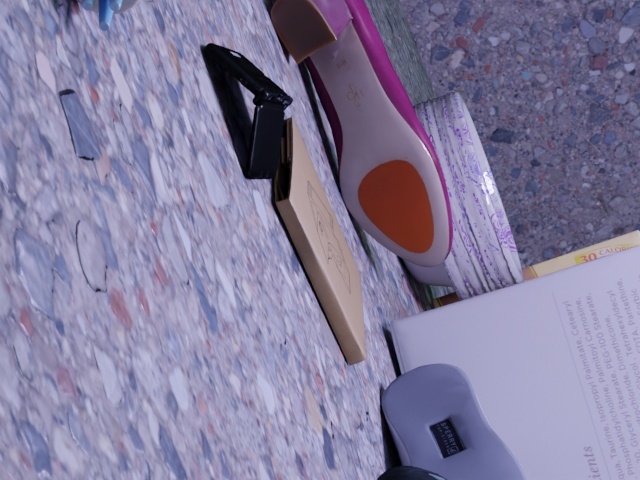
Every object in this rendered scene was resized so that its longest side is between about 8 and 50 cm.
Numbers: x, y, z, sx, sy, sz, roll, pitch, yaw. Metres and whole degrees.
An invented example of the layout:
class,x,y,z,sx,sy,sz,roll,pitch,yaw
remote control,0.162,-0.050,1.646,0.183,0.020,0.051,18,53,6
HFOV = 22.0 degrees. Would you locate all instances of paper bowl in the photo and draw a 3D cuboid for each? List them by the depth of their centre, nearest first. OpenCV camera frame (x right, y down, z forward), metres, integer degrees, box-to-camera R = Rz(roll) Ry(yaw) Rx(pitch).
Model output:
class,x,y,z,sx,sy,sz,roll,pitch,yaw
paper bowl,0.170,-0.052,2.274,0.284,0.148,0.284,-20,90,-80

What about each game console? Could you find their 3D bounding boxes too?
class,x,y,z,sx,sy,sz,roll,pitch,yaw
game console,-0.070,-0.116,1.487,0.107,0.071,0.122,42,7,5

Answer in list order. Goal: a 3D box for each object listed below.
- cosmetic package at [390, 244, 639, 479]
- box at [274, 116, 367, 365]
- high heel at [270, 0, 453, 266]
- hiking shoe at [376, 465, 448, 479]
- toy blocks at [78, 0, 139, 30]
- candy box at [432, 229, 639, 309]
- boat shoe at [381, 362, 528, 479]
class,x,y,z,sx,sy,sz,roll,pitch,yaw
cosmetic package,0.335,0.220,1.939,0.329,0.394,0.327,45,29,-69
box,0.000,0.000,1.620,0.164,0.021,0.201,-92,162,-58
high heel,0.069,-0.156,1.950,0.377,0.127,0.181,65,22,-15
hiking shoe,0.114,0.332,1.359,0.304,0.113,0.132,68,16,7
toy blocks,-0.155,-0.216,1.092,0.148,0.054,0.123,-95,164,-53
candy box,0.333,0.126,2.330,0.087,0.317,0.182,56,18,-52
boat shoe,0.142,0.277,1.613,0.367,0.136,0.156,-111,180,-63
